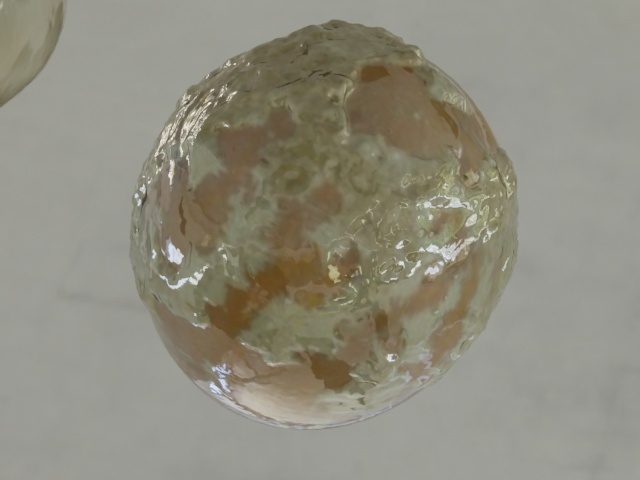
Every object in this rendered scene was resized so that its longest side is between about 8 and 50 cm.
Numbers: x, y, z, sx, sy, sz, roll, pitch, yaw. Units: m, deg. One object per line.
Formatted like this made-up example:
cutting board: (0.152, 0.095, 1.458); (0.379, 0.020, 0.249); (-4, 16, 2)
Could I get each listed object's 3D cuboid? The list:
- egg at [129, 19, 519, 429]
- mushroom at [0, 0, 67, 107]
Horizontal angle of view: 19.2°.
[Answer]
egg: (0.000, 0.000, 1.001); (0.203, 0.245, 0.203); (9, -132, -11)
mushroom: (-0.187, -0.080, 0.683); (0.206, 0.209, 0.206); (-13, -167, 3)
